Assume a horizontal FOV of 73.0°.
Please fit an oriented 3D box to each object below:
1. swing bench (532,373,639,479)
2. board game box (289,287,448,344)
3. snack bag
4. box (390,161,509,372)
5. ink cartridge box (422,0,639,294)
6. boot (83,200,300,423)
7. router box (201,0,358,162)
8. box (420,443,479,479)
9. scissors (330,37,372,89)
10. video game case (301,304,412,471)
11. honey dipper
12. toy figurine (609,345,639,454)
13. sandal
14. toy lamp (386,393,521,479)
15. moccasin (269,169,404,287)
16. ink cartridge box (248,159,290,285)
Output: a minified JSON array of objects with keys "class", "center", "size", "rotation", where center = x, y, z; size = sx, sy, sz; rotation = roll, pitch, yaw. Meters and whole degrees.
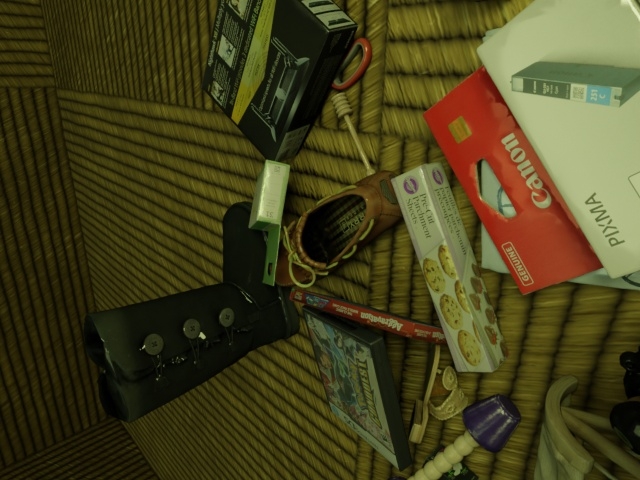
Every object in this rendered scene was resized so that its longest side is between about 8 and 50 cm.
[{"class":"swing bench","center":[0.372,0.348,0.515],"size":[0.254,0.165,0.254],"rotation":[16,115,45]},{"class":"board game box","center":[0.087,0.133,0.775],"size":[0.281,0.145,0.027],"rotation":[9,83,46]},{"class":"snack bag","center":[0.346,-0.098,0.485],"size":[0.342,0.037,0.324],"rotation":[9,110,43]},{"class":"box","center":[0.201,0.042,0.673],"size":[0.067,0.063,0.324],"rotation":[-19,89,48]},{"class":"ink cartridge box","center":[0.266,-0.097,0.492],"size":[0.261,0.066,0.297],"rotation":[-35,80,45]},{"class":"boot","center":[-0.281,0.119,0.943],"size":[0.146,0.444,0.367],"rotation":[-28,82,49]},{"class":"router box","center":[-0.096,-0.333,0.804],"size":[0.243,0.081,0.309],"rotation":[49,141,11]},{"class":"box","center":[0.230,0.431,0.787],"size":[0.083,0.052,0.062],"rotation":[36,127,36]},{"class":"scissors","center":[-0.012,-0.285,0.825],"size":[0.297,0.021,0.109],"rotation":[-39,76,46]},{"class":"video game case","center":[0.064,0.278,0.864],"size":[0.248,0.035,0.275],"rotation":[14,122,59]},{"class":"honey dipper","center":[0.063,-0.185,0.774],"size":[0.030,0.030,0.161],"rotation":[-27,85,49]},{"class":"toy figurine","center":[0.404,0.135,0.389],"size":[0.213,0.148,0.210],"rotation":[28,131,33]},{"class":"sandal","center":[0.214,0.275,0.753],"size":[0.079,0.088,0.240],"rotation":[13,124,11]},{"class":"toy lamp","center":[0.214,0.355,0.715],"size":[0.080,0.080,0.275],"rotation":[49,114,25]},{"class":"moccasin","center":[0.001,0.003,0.817],"size":[0.380,0.146,0.139],"rotation":[-27,83,49]},{"class":"ink cartridge box","center":[-0.115,-0.030,0.895],"size":[0.171,0.056,0.235],"rotation":[167,113,-75]}]
